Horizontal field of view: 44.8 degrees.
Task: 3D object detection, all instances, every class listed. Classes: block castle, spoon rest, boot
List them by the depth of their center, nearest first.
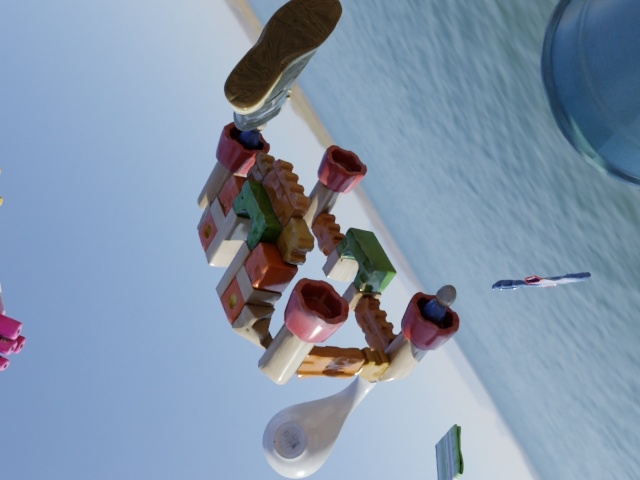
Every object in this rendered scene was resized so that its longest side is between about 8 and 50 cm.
[{"bbox_3d":[-0.056,-0.256,1.134,0.077,0.213,0.165,41,173,2],"label":"boot"},{"bbox_3d":[0.000,0.000,1.246,0.302,0.213,0.453,9,-141,-34],"label":"block castle"},{"bbox_3d":[0.002,0.347,1.512,0.137,0.276,0.084,51,-171,23],"label":"spoon rest"}]

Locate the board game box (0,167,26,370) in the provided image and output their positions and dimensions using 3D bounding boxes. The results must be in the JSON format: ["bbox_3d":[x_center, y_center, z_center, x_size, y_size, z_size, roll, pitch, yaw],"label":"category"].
[{"bbox_3d":[-0.500,0.147,0.951,0.390,0.050,0.390,104,-173,-45],"label":"board game box"}]

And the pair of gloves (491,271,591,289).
[{"bbox_3d":[0.468,0.086,1.665,0.198,0.159,0.023,-17,75,61],"label":"pair of gloves"}]

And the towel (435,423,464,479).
[{"bbox_3d":[0.282,0.475,1.686,0.152,0.023,0.113,107,165,-58],"label":"towel"}]

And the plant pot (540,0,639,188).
[{"bbox_3d":[0.485,-0.254,0.915,0.341,0.341,0.334,59,171,3],"label":"plant pot"}]
